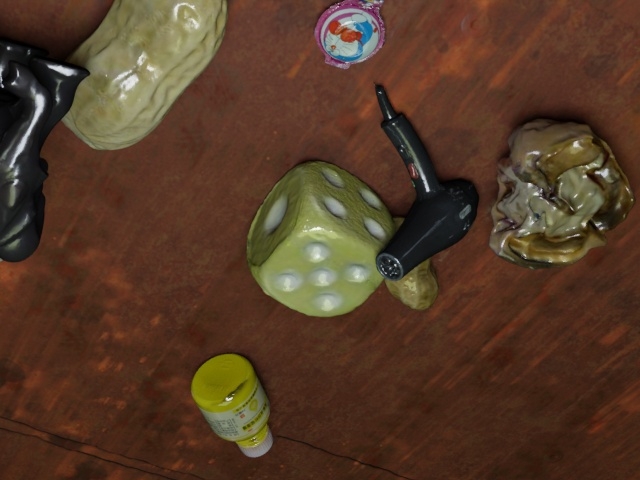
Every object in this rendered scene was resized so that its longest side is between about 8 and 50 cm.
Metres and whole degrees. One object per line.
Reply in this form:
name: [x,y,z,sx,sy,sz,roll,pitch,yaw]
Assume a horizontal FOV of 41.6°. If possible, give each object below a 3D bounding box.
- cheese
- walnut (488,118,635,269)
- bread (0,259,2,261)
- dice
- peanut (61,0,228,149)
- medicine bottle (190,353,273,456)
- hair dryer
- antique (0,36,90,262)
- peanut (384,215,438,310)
cheese: [0.047,-0.289,1.109,0.095,0.038,0.145,14,130,-14]
walnut: [0.346,-0.079,1.241,0.204,0.141,0.238,-4,130,-13]
bread: [-0.559,-0.061,1.237,0.210,0.109,0.192,12,131,-12]
dice: [0.000,0.000,1.274,0.169,0.166,0.169,28,125,-23]
peanut: [-0.228,-0.234,1.076,0.152,0.152,0.313,35,120,-28]
medicine bottle: [-0.151,0.320,1.578,0.122,0.121,0.212,-13,130,9]
hair dryer: [0.116,-0.095,1.215,0.091,0.235,0.271,-14,109,47]
antique: [-0.419,-0.125,1.040,0.185,0.322,0.255,11,100,-42]
peanut: [0.140,0.036,1.371,0.089,0.089,0.192,-12,126,8]
